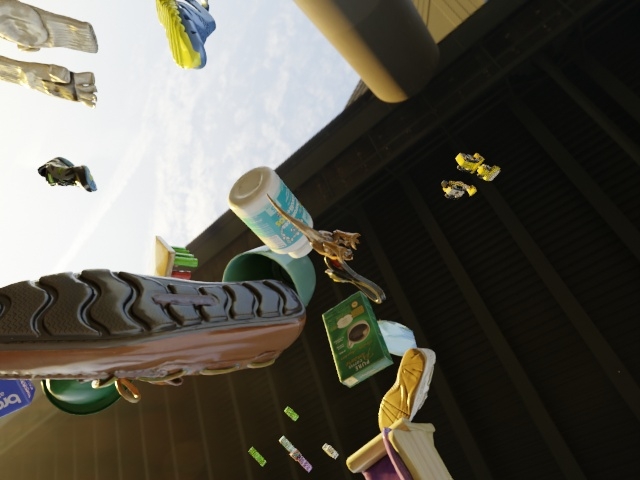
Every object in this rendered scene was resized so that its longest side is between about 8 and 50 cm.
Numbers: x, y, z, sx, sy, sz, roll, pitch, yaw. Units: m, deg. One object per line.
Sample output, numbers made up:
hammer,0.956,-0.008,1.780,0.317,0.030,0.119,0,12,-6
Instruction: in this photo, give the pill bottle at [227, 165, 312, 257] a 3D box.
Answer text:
pill bottle,-0.117,-0.063,1.100,0.146,0.264,0.146,-20,-135,22

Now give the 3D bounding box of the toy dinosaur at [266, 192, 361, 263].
toy dinosaur,0.000,0.000,0.706,0.112,0.211,0.064,6,-114,41

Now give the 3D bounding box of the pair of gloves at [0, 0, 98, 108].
pair of gloves,-0.543,-0.356,0.787,0.240,0.204,0.042,142,-47,-57

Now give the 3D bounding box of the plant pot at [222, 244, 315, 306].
plant pot,-0.151,0.142,1.419,0.292,0.235,0.294,8,-70,22

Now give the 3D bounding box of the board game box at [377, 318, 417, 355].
board game box,0.240,0.299,1.290,0.133,0.169,0.033,1,-140,31

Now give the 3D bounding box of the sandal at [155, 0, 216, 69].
sandal,-0.330,-0.553,1.037,0.318,0.138,0.126,67,-27,28

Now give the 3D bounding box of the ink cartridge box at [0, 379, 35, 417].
ink cartridge box,-0.443,0.179,0.436,0.046,0.206,0.097,11,-59,61

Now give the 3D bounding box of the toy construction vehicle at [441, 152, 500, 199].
toy construction vehicle,0.255,-0.114,0.708,0.086,0.098,0.035,-60,-139,39

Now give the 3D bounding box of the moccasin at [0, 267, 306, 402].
moccasin,-0.199,0.118,0.499,0.139,0.379,0.147,43,-63,39

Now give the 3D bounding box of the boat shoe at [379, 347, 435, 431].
boat shoe,0.251,0.426,1.128,0.098,0.096,0.277,35,-71,46

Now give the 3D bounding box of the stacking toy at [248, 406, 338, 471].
stacking toy,-0.073,0.624,1.189,0.167,0.221,0.052,-46,-176,-25

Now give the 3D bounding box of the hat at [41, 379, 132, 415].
hat,-0.465,0.247,0.753,0.208,0.183,0.173,-41,-95,-19

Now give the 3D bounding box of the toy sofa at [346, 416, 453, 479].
toy sofa,0.181,0.491,0.650,0.150,0.177,0.363,-45,-132,17

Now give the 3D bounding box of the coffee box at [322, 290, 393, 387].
coffee box,0.075,0.210,0.885,0.113,0.040,0.184,-35,-141,13

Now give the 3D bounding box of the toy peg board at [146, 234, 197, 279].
toy peg board,-0.377,0.087,1.026,0.161,0.079,0.161,25,-77,54

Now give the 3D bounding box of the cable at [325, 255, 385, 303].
cable,0.115,0.115,1.416,0.287,0.072,0.140,18,-50,43

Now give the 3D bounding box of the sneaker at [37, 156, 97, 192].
sneaker,-0.588,-0.144,0.947,0.188,0.078,0.067,20,-47,27
